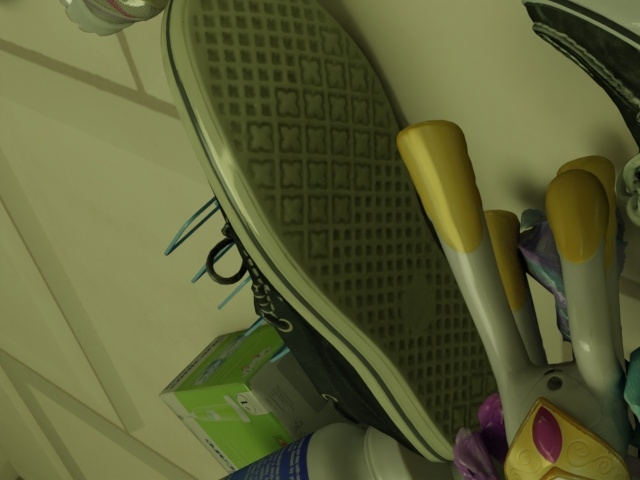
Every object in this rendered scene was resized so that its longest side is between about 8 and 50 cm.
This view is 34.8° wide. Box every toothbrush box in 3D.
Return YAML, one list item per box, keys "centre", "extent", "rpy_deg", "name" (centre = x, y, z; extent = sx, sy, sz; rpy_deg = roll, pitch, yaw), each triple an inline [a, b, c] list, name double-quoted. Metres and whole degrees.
- centre: [-0.051, 0.219, 1.267]
  extent: [0.206, 0.122, 0.283]
  rpy_deg: [50, 150, -10]
  name: "toothbrush box"

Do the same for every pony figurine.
- centre: [0.163, 0.134, 0.658]
  extent: [0.302, 0.364, 0.351]
  rpy_deg: [-14, 161, 17]
  name: "pony figurine"

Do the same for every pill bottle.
- centre: [-0.004, 0.281, 1.054]
  extent: [0.272, 0.152, 0.152]
  rpy_deg: [-30, 107, 22]
  name: "pill bottle"

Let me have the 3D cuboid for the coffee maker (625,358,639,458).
- centre: [0.288, 0.219, 0.831]
  extent: [0.178, 0.120, 0.171]
  rpy_deg: [29, 147, 26]
  name: "coffee maker"

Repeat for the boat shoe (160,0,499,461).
- centre: [0.000, 0.000, 0.857]
  extent: [0.156, 0.187, 0.500]
  rpy_deg: [4, 137, 43]
  name: "boat shoe"

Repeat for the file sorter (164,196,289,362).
- centre: [-0.060, 0.026, 1.046]
  extent: [0.170, 0.104, 0.118]
  rpy_deg: [45, 152, -2]
  name: "file sorter"

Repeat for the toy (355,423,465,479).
- centre: [0.111, 0.215, 1.115]
  extent: [0.137, 0.056, 0.237]
  rpy_deg: [-22, 104, 51]
  name: "toy"

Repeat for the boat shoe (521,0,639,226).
- centre: [0.213, -0.040, 0.548]
  extent: [0.306, 0.105, 0.113]
  rpy_deg: [42, -167, 16]
  name: "boat shoe"

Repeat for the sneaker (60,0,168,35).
- centre: [-0.189, -0.283, 0.828]
  extent: [0.111, 0.103, 0.252]
  rpy_deg: [10, 143, 40]
  name: "sneaker"
